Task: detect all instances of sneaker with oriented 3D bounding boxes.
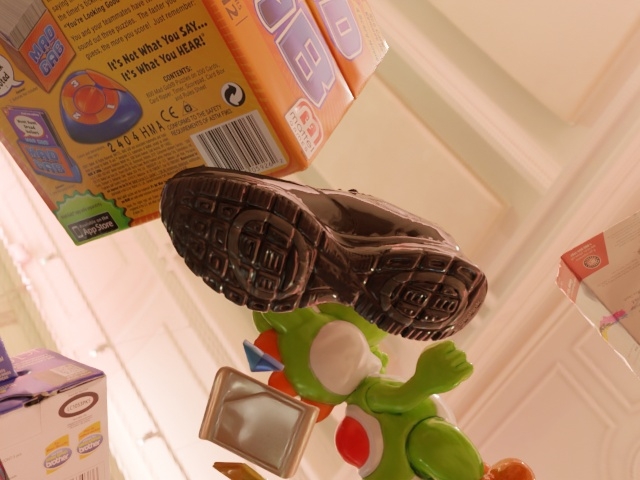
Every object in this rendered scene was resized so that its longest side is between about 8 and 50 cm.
[{"bbox_3d":[0.000,0.000,0.689,0.130,0.286,0.109,-99,-148,-60],"label":"sneaker"}]

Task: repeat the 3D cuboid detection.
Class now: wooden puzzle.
[{"bbox_3d":[-0.042,0.123,0.530,0.079,0.014,0.116,28,-61,3],"label":"wooden puzzle"}]

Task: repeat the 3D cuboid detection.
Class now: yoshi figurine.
[{"bbox_3d":[0.089,0.160,0.916,0.362,0.203,0.203,45,-69,4],"label":"yoshi figurine"}]

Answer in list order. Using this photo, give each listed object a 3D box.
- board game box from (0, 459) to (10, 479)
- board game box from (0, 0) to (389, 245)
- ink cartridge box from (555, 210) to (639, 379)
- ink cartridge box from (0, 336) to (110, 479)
[{"bbox_3d":[-0.380,0.238,0.657,0.097,0.224,0.303,19,-51,62],"label":"board game box"},{"bbox_3d":[-0.185,-0.268,0.961,0.357,0.356,0.356,-15,-63,30],"label":"board game box"},{"bbox_3d":[0.366,0.076,0.857,0.198,0.115,0.067,57,-10,33],"label":"ink cartridge box"},{"bbox_3d":[-0.394,0.302,0.932,0.151,0.270,0.395,12,-74,34],"label":"ink cartridge box"}]
